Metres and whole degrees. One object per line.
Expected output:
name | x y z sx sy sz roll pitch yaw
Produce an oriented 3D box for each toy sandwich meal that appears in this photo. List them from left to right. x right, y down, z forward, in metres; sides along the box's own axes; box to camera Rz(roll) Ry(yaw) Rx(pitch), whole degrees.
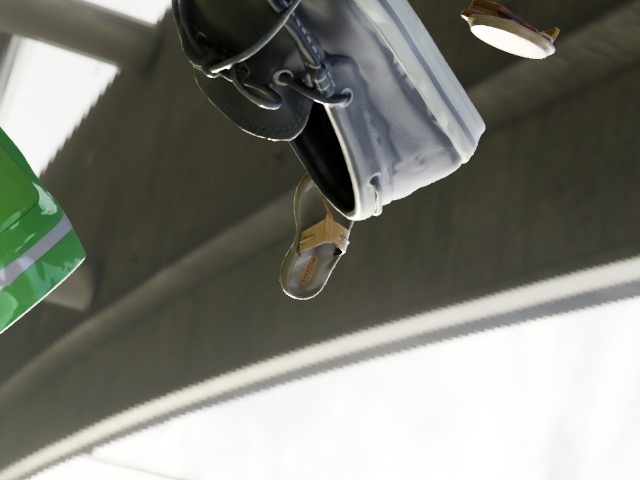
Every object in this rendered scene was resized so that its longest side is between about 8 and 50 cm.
toy sandwich meal | 0.160 -0.179 1.263 0.029 0.085 0.085 -68 -162 -4

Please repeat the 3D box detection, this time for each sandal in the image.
sandal | 0.000 0.000 1.650 0.049 0.072 0.180 -107 -152 -51

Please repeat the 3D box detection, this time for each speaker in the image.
speaker | -0.300 -0.068 1.057 0.131 0.296 0.131 -38 -172 7

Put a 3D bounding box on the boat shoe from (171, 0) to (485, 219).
boat shoe | -0.030 -0.162 1.141 0.156 0.500 0.187 -43 -126 1
